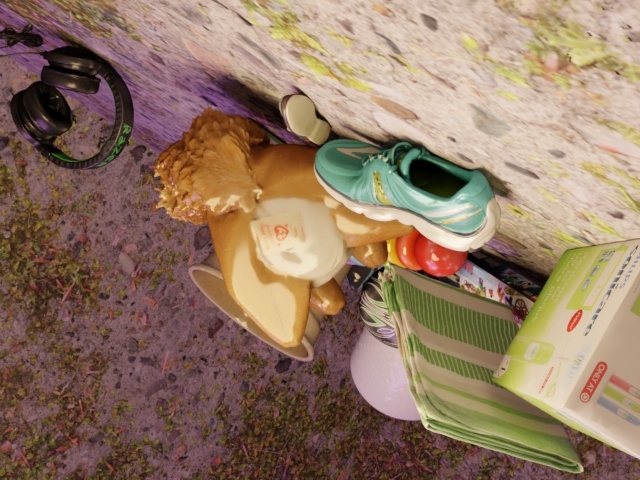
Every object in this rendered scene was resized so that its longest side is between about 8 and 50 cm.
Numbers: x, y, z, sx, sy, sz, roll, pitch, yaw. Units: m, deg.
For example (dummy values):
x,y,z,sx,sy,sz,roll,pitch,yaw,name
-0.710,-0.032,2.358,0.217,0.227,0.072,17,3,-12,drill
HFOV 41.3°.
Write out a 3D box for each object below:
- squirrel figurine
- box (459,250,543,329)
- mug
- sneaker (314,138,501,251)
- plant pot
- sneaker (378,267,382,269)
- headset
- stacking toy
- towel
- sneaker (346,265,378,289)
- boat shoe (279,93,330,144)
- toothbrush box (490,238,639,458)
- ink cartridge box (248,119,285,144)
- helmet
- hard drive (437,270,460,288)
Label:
x,y,z,sx,sy,sz,roll,pitch,yaw,name
-0.069,-0.065,1.371,0.397,0.281,0.370,37,-170,-3,squirrel figurine
0.307,0.129,1.412,0.044,0.159,0.233,-10,-160,-18,box
0.291,0.233,2.033,0.374,0.276,0.328,0,142,-17,mug
0.106,-0.085,1.076,0.275,0.107,0.110,22,152,34,sneaker
-0.067,0.048,1.882,0.334,0.305,0.334,33,162,12,plant pot
0.203,0.081,2.314,0.212,0.080,0.094,24,164,-1,sneaker
-0.564,-0.328,1.867,0.394,0.243,0.185,44,-162,9,headset
0.130,0.001,1.516,0.141,0.141,0.330,33,171,-34,stacking toy
0.212,0.163,1.176,0.248,0.038,0.324,20,-152,-19,towel
0.000,0.000,2.094,0.341,0.139,0.125,30,-167,34,sneaker
-0.029,-0.169,1.167,0.043,0.049,0.137,31,-179,23,boat shoe
0.332,0.119,0.992,0.122,0.206,0.283,31,176,-2,toothbrush box
-0.135,-0.161,1.633,0.154,0.093,0.212,33,173,-25,ink cartridge box
0.157,0.124,1.573,0.169,0.169,0.161,31,-164,-11,helmet
0.274,0.071,1.731,0.237,0.064,0.339,30,176,4,hard drive
